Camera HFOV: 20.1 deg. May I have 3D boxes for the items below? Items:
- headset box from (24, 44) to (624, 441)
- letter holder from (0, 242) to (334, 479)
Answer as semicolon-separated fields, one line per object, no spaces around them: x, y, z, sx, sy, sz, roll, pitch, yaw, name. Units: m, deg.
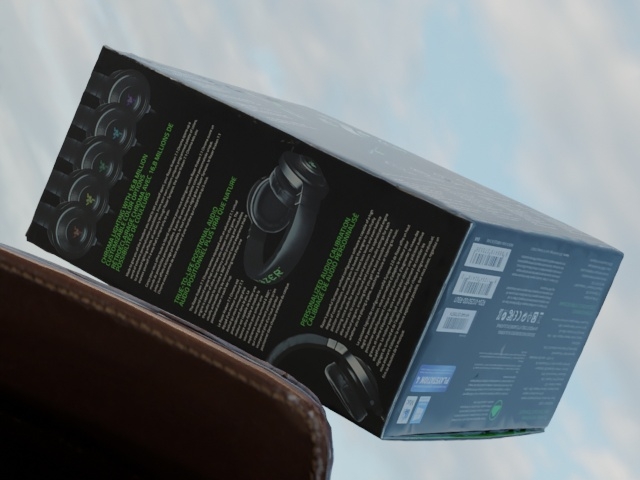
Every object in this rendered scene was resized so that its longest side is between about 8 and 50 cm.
0.000;0.000;1.095;0.283;0.131;0.246;27;8;27;headset box
-0.168;0.110;0.589;0.302;0.152;0.214;18;-69;22;letter holder
